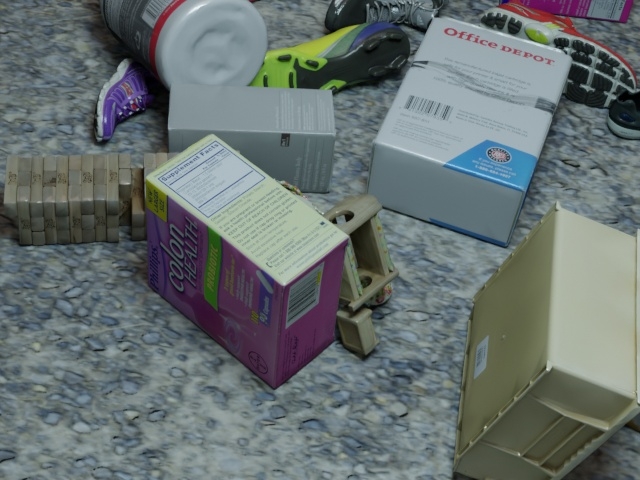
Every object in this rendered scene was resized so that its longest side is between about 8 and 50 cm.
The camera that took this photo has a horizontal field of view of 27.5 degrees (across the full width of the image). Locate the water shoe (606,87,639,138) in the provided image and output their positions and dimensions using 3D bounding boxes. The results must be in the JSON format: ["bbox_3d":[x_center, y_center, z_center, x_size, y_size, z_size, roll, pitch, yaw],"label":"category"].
[{"bbox_3d":[0.547,-0.203,2.028,0.203,0.080,0.073,-8,51,-13],"label":"water shoe"}]

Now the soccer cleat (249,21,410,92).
[{"bbox_3d":[-0.001,-0.275,2.043,0.289,0.093,0.121,-16,22,-14],"label":"soccer cleat"}]

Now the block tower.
[{"bbox_3d":[-0.260,-0.059,1.804,0.335,0.097,0.091,-1,49,-10],"label":"block tower"}]

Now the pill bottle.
[{"bbox_3d":[-0.227,-0.346,1.984,0.176,0.176,0.318,-21,41,-23],"label":"pill bottle"}]

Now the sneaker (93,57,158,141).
[{"bbox_3d":[-0.288,-0.210,1.951,0.071,0.068,0.170,20,49,3],"label":"sneaker"}]

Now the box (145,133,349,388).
[{"bbox_3d":[-0.099,0.027,1.664,0.243,0.213,0.117,38,55,24],"label":"box"}]

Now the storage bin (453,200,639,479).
[{"bbox_3d":[0.272,0.137,1.588,0.123,0.260,0.262,21,48,-11],"label":"storage bin"}]

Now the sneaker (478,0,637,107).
[{"bbox_3d":[0.392,-0.314,2.098,0.279,0.107,0.118,32,44,17],"label":"sneaker"}]

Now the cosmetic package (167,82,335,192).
[{"bbox_3d":[-0.102,-0.146,1.875,0.238,0.127,0.107,-1,50,-5],"label":"cosmetic package"}]

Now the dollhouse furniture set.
[{"bbox_3d":[0.017,0.031,1.728,0.161,0.182,0.101,18,44,43],"label":"dollhouse furniture set"}]

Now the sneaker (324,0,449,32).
[{"bbox_3d":[0.124,-0.376,2.131,0.228,0.086,0.132,-33,62,-31],"label":"sneaker"}]

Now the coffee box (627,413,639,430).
[{"bbox_3d":[0.462,0.182,1.669,0.246,0.098,0.141,25,51,15],"label":"coffee box"}]

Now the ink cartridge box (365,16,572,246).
[{"bbox_3d":[0.221,-0.167,1.927,0.223,0.129,0.307,18,49,10],"label":"ink cartridge box"}]

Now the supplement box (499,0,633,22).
[{"bbox_3d":[0.421,-0.455,2.215,0.220,0.114,0.111,7,49,-3],"label":"supplement box"}]

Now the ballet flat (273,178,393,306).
[{"bbox_3d":[0.000,0.000,1.791,0.241,0.077,0.091,36,55,22],"label":"ballet flat"}]
